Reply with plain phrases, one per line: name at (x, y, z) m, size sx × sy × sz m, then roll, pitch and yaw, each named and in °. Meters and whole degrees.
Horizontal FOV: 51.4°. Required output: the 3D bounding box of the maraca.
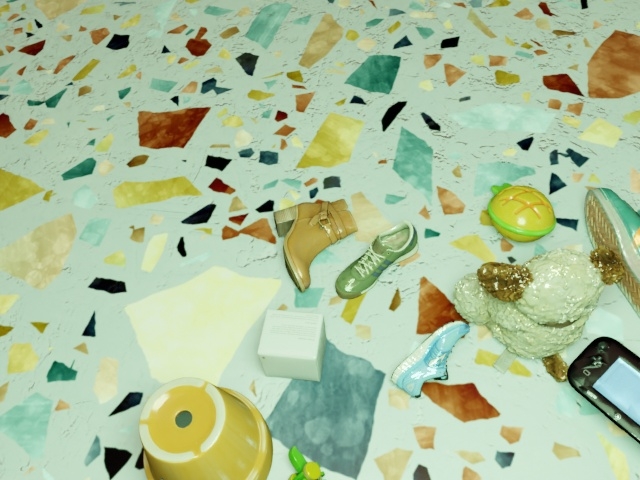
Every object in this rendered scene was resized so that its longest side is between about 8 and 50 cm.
maraca at (0.381, -0.061, 1.266) m, size 0.127 × 0.099 × 0.185 m, roll 13°, pitch 33°, yaw 3°

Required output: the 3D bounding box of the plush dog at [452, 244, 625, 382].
plush dog at (0.367, 0.097, 1.079) m, size 0.263 × 0.225 × 0.210 m, roll -12°, pitch 56°, yaw -2°

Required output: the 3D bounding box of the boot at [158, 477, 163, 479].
boot at (-0.255, 0.478, 0.912) m, size 0.246 × 0.094 × 0.207 m, roll -37°, pitch 105°, yaw -22°

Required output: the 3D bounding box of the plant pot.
plant pot at (-0.188, 0.306, 1.027) m, size 0.205 × 0.188 × 0.205 m, roll -3°, pitch 56°, yaw 4°

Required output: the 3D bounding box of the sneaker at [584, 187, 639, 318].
sneaker at (0.584, 0.026, 1.180) m, size 0.121 × 0.108 × 0.302 m, roll -18°, pitch 64°, yaw -6°

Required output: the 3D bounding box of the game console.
game console at (0.519, 0.294, 0.963) m, size 0.213 × 0.044 × 0.361 m, roll -40°, pitch 58°, yaw -13°

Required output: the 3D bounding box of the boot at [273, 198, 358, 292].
boot at (0.000, 0.000, 1.283) m, size 0.153 × 0.073 × 0.197 m, roll -12°, pitch 58°, yaw -6°

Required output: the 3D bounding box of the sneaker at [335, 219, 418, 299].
sneaker at (0.104, 0.027, 1.241) m, size 0.192 × 0.086 × 0.064 m, roll -34°, pitch 59°, yaw -15°

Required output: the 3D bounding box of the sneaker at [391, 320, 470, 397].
sneaker at (0.198, 0.203, 1.133) m, size 0.162 × 0.063 × 0.073 m, roll -43°, pitch 74°, yaw -5°

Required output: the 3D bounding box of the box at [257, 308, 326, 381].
box at (-0.046, 0.182, 1.146) m, size 0.101 × 0.102 × 0.087 m, roll 4°, pitch 55°, yaw 9°

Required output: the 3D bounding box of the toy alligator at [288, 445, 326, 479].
toy alligator at (-0.002, 0.407, 1.024) m, size 0.051 × 0.056 × 0.189 m, roll 8°, pitch 46°, yaw -38°
